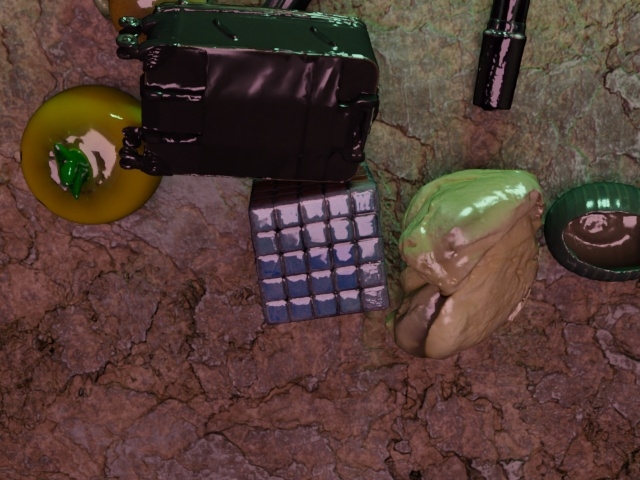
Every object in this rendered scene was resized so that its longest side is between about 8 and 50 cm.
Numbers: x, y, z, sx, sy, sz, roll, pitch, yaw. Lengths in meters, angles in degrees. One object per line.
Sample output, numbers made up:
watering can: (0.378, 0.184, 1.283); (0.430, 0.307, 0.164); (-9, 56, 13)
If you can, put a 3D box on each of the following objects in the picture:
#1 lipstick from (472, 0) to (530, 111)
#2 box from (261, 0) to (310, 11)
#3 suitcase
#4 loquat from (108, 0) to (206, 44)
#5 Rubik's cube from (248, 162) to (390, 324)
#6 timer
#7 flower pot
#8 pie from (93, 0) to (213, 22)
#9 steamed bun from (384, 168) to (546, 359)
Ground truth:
lipstick: (0.338, -0.386, 1.502); (0.081, 0.081, 0.300); (7, 107, -1)
box: (-0.022, -0.473, 1.444); (0.050, 0.160, 0.230); (34, 104, -2)
suitcase: (-0.116, -0.240, 1.385); (0.433, 0.194, 0.283); (3, 131, -8)
loquat: (-0.274, -0.410, 1.425); (0.204, 0.149, 0.172); (20, 102, -21)
Rubik's cube: (0.000, 0.000, 1.541); (0.237, 0.238, 0.237); (-9, 108, 3)
timer: (-0.423, -0.146, 1.492); (0.285, 0.285, 0.285); (0, 106, 1)
flower pot: (0.548, -0.017, 1.564); (0.243, 0.157, 0.189); (7, 108, -2)
pie: (-0.308, -0.480, 1.506); (0.240, 0.054, 0.241); (0, 108, 0)
steamed bun: (0.253, 0.027, 1.523); (0.230, 0.324, 0.372); (35, 127, 36)
